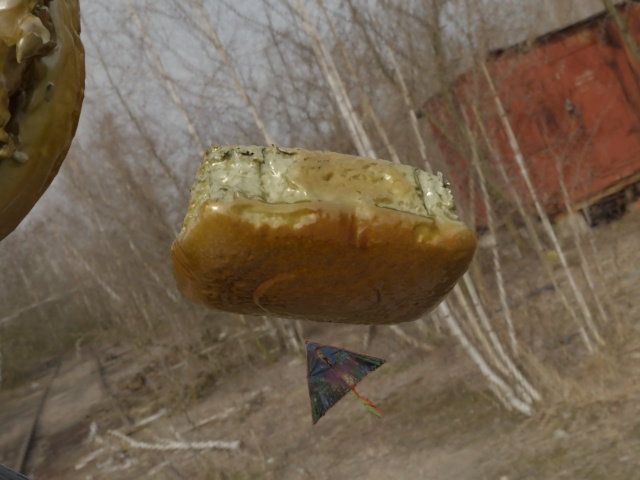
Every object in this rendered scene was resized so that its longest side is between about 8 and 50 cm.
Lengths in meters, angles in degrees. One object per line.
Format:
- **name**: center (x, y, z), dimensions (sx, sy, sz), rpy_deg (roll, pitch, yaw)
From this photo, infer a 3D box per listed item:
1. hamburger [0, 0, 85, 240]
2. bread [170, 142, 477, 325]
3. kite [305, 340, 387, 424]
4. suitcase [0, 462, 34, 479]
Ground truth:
- **hamburger**: center (-0.326, -0.128, 0.614), dimensions (0.446, 0.286, 0.268), rpy_deg (-63, -26, 1)
- **bread**: center (0.000, 0.000, 0.710), dimensions (0.245, 0.121, 0.174), rpy_deg (9, -23, -14)
- **kite**: center (0.032, 0.210, 1.272), dimensions (0.190, 0.159, 0.010), rpy_deg (-31, -19, -42)
- **suitcase**: center (-0.294, 0.239, 0.765), dimensions (0.086, 0.126, 0.059), rpy_deg (-43, 20, 51)
